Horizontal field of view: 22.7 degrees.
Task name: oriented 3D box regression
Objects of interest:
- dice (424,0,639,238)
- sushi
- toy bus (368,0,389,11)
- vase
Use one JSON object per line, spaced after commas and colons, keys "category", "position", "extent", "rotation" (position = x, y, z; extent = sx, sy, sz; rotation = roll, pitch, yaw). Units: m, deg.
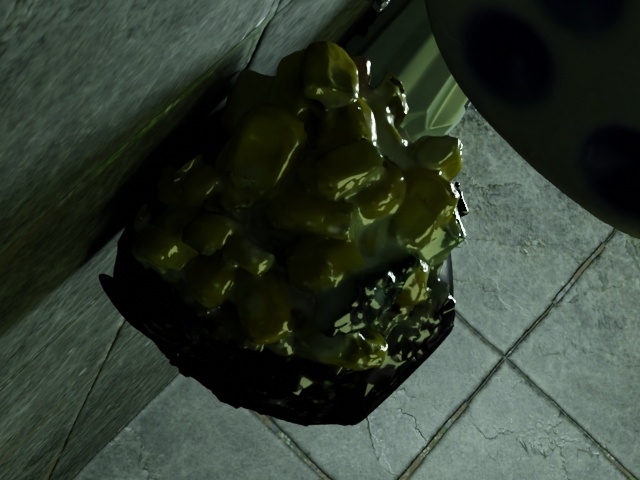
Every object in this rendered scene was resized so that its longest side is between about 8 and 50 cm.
{"category": "dice", "position": [0.272, -0.185, 1.064], "extent": [0.304, 0.304, 0.277], "rotation": [-40, 175, -44]}
{"category": "sushi", "position": [0.000, 0.000, 1.526], "extent": [0.328, 0.329, 0.285], "rotation": [-40, 179, -25]}
{"category": "toy bus", "position": [0.050, -0.252, 1.461], "extent": [0.061, 0.051, 0.153], "rotation": [-53, 176, 1]}
{"category": "vase", "position": [0.172, -0.283, 1.812], "extent": [0.360, 0.165, 0.165], "rotation": [-52, 175, 15]}
